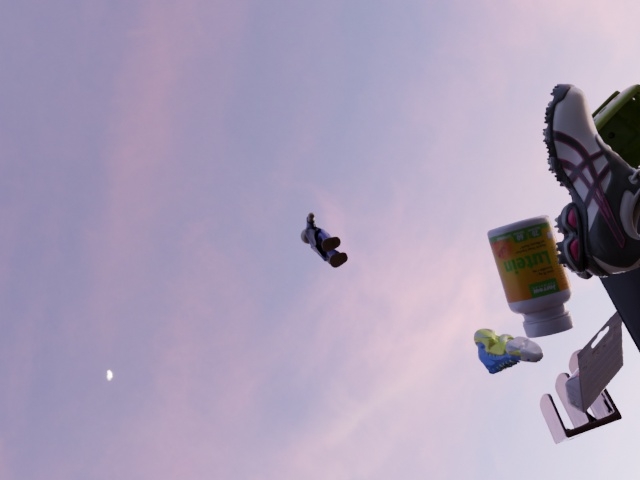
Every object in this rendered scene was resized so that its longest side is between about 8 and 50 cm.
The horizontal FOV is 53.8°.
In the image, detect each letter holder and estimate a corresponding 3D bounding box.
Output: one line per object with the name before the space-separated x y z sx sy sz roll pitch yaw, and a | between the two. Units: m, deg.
letter holder | 0.712 0.447 1.808 0.152 0.214 0.302 -22 -24 6

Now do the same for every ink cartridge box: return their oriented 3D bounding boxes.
ink cartridge box | 0.649 0.276 1.502 0.181 0.056 0.224 -40 -52 -21

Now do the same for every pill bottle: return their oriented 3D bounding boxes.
pill bottle | 0.458 0.079 1.358 0.137 0.136 0.245 -13 -96 -24

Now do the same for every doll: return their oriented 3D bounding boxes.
doll | 0.000 0.000 1.351 0.046 0.189 0.129 -28 -73 -11

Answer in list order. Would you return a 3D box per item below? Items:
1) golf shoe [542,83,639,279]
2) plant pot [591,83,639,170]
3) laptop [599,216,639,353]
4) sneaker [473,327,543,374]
golf shoe | 0.372 -0.086 0.841 0.105 0.120 0.272 9 -108 -51
plant pot | 0.889 -0.303 1.853 0.228 0.207 0.227 41 -77 -6
laptop | 0.749 0.047 1.078 0.408 0.236 0.381 -20 -106 -8
sneaker | 0.559 0.346 1.876 0.091 0.240 0.126 -12 -75 -29
